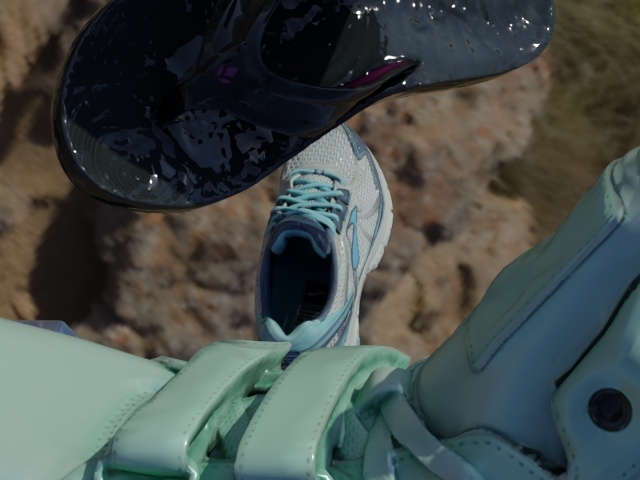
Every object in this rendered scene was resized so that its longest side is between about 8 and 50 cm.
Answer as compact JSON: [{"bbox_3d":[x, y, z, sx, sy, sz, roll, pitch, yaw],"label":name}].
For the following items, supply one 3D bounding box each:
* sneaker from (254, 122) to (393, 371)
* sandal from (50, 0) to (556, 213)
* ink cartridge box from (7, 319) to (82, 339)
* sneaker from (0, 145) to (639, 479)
[{"bbox_3d":[0.000,0.000,1.630,0.110,0.283,0.122,-1,150,11],"label":"sneaker"},{"bbox_3d":[0.003,-0.154,1.321,0.446,0.107,0.167,-25,88,-31],"label":"sandal"},{"bbox_3d":[-0.258,0.120,1.460,0.115,0.198,0.067,50,52,-39],"label":"ink cartridge box"},{"bbox_3d":[0.013,0.027,0.375,0.256,0.094,0.151,19,117,6],"label":"sneaker"}]
